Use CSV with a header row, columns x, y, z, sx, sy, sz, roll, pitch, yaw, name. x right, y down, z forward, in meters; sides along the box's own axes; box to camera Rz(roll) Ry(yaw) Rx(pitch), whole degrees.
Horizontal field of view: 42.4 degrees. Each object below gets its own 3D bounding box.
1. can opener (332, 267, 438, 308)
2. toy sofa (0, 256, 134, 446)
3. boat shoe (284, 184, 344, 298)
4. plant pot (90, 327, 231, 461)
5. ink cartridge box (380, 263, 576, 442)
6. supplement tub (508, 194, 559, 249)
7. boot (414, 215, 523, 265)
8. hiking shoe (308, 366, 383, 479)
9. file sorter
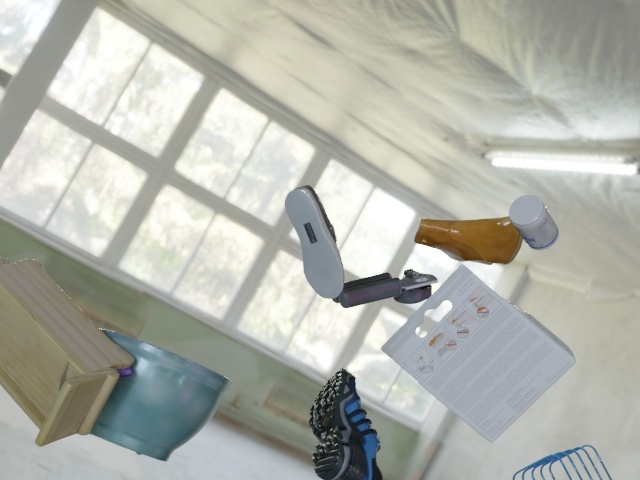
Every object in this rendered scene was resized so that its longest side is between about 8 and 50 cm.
x,y,z,sx,sy,sz,roll,pitch,yaw,name
0.157,0.129,1.960,0.284,0.095,0.076,-12,21,-29,can opener
-0.529,0.194,1.530,0.362,0.150,0.177,39,21,21,toy sofa
0.000,0.000,1.556,0.078,0.219,0.070,-14,8,23,boat shoe
-0.350,0.321,1.648,0.293,0.196,0.293,20,-16,6,plant pot
0.391,0.276,2.071,0.385,0.308,0.091,40,14,-6,ink cartridge box
0.418,-0.034,1.615,0.071,0.071,0.107,25,-13,44,supplement tub
0.331,-0.011,1.901,0.211,0.104,0.295,15,-16,-5,boot
0.056,0.387,1.666,0.132,0.113,0.304,35,27,-18,hiking shoe
0.455,0.455,1.543,0.170,0.118,0.104,7,51,-50,file sorter
